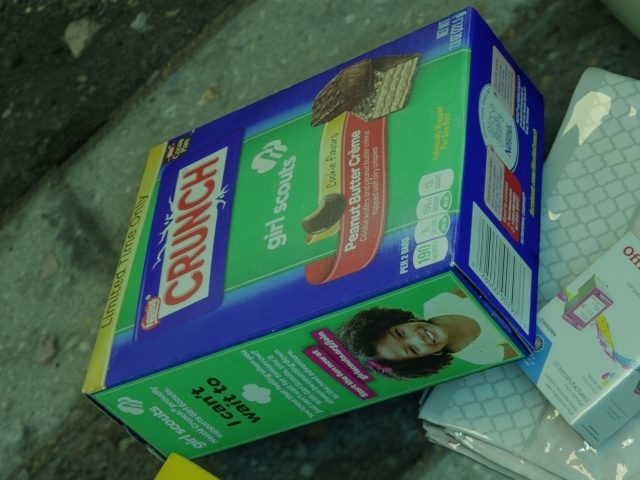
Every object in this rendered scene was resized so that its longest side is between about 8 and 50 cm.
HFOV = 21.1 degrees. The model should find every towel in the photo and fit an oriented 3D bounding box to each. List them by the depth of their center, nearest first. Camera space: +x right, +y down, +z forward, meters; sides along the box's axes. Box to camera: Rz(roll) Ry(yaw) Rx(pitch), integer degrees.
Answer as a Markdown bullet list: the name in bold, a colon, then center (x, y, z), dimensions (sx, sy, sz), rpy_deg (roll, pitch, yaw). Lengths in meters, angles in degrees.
- **towel**: center (0.261, 0.044, 1.220), dimensions (0.317, 0.053, 0.331), rpy_deg (19, 75, 36)

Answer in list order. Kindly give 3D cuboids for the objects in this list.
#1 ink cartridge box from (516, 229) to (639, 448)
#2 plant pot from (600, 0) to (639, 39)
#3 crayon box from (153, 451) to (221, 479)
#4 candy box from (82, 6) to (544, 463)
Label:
- **ink cartridge box**: center (0.201, 0.067, 1.175), dimensions (0.122, 0.052, 0.088), rpy_deg (-42, 50, 4)
- **plant pot**: center (0.318, -0.216, 1.226), dimensions (0.284, 0.284, 0.191), rpy_deg (-21, 84, 18)
- **crayon box**: center (-0.076, 0.377, 1.182), dimensions (0.313, 0.106, 0.363), rpy_deg (26, 78, 37)
- **candy box**: center (0.000, 0.000, 1.285), dimensions (0.317, 0.122, 0.268), rpy_deg (-22, 39, 29)
